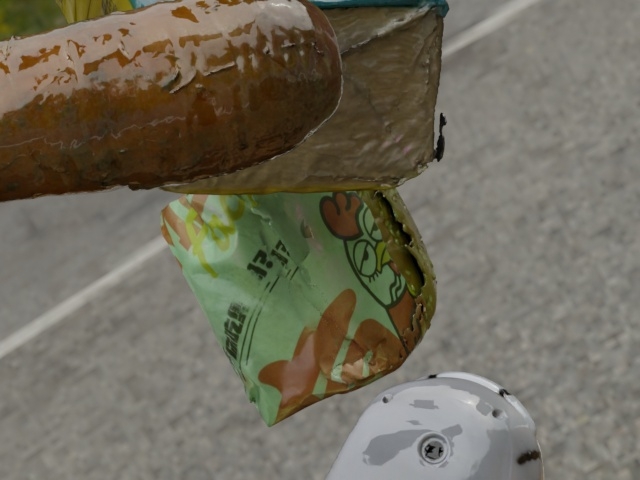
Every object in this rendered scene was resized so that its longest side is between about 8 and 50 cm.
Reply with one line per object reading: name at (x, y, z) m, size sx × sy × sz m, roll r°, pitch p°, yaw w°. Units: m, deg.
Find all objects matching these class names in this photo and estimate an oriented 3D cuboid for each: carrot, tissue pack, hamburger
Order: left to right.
carrot at (-0.081, -0.040, 0.556) m, size 0.186 × 0.060 × 0.060 m, roll -13°, pitch 14°, yaw -15°
tissue pack at (-0.053, -0.143, 1.090) m, size 0.192 × 0.134 × 0.271 m, roll -4°, pitch 30°, yaw -17°
hamburger at (0.001, -0.001, 1.225) m, size 0.125 × 0.214 × 0.235 m, roll -11°, pitch 8°, yaw 38°

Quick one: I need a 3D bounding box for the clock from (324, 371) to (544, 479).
clock at (0.054, 0.150, 0.793) m, size 0.176 × 0.117 × 0.080 m, roll -62°, pitch -21°, yaw -5°
